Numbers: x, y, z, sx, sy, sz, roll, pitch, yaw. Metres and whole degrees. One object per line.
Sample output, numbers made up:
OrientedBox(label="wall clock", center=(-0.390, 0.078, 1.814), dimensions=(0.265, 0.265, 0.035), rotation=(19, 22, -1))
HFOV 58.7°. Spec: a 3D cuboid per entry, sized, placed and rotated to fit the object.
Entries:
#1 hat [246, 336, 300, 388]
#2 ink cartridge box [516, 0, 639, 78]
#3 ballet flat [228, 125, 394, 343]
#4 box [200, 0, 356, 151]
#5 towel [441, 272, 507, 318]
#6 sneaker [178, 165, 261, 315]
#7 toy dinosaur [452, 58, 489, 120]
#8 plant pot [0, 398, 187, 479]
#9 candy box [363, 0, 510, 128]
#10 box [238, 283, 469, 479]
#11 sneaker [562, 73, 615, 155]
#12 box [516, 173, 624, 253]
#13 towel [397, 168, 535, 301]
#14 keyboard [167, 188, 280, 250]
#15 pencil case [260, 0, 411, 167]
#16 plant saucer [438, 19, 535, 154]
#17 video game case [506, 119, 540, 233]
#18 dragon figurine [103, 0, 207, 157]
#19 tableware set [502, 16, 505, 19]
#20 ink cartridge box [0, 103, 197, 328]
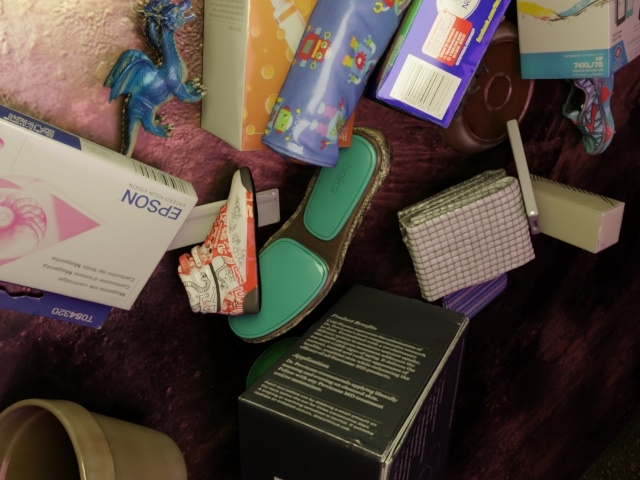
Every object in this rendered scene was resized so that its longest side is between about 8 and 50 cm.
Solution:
OrientedBox(label="hat", center=(-0.052, 0.342, 1.236), dimensions=(0.208, 0.183, 0.173), rotation=(-51, 128, -3))
OrientedBox(label="ink cartridge box", center=(0.551, -0.505, 1.205), dimensions=(0.198, 0.197, 0.270), rotation=(-34, 123, -32))
OrientedBox(label="ballet flat", center=(0.000, 0.000, 1.122), dimensions=(0.483, 0.164, 0.182), rotation=(-57, 162, 15))
OrientedBox(label="box", center=(-0.059, -0.334, 0.917), dimensions=(0.214, 0.168, 0.346), rotation=(-8, 117, -32))
OrientedBox(label="towel", center=(0.401, 0.065, 1.523), dimensions=(0.243, 0.040, 0.336), rotation=(-34, 129, -19))
OrientedBox(label="sneaker", center=(-0.185, 0.004, 1.026), dimensions=(0.144, 0.090, 0.270), rotation=(-2, 98, -1))
OrientedBox(label="toy dinosaur", center=(0.305, -0.367, 1.146), dimensions=(0.118, 0.064, 0.268), rotation=(-49, 150, -47))
OrientedBox(label="plant pot", center=(-0.399, 0.443, 0.995), dimensions=(0.280, 0.323, 0.323), rotation=(23, 98, -56))
OrientedBox(label="candy box", center=(0.182, -0.327, 0.899), dimensions=(0.122, 0.317, 0.268), rotation=(24, 103, -3))
OrientedBox(label="box", center=(0.084, 0.424, 1.185), dimensions=(0.471, 0.297, 0.480), rotation=(-35, 133, -53))
OrientedBox(label="sneaker", center=(0.692, -0.338, 1.502), dimensions=(0.125, 0.104, 0.262), rotation=(-21, 120, -5))
OrientedBox(label="box", center=(0.603, -0.075, 1.431), dimensions=(0.094, 0.275, 0.113), rotation=(-20, 122, -28))
OrientedBox(label="towel", center=(0.332, -0.010, 1.319), dimensions=(0.283, 0.121, 0.235), rotation=(-23, 121, 0))
OrientedBox(label="keyboard", center=(-0.191, -0.039, 1.072), dimensions=(0.255, 0.014, 0.072), rotation=(-16, 125, -28))
OrientedBox(label="pencil case", center=(0.024, -0.253, 0.826), dimensions=(0.133, 0.119, 0.306), rotation=(14, 103, -53))
OrientedBox(label="plant saucer", center=(0.394, -0.344, 1.307), dimensions=(0.310, 0.050, 0.311), rotation=(-15, 119, -30))
OrientedBox(label="video game case", center=(0.479, -0.143, 1.339), dimensions=(0.206, 0.026, 0.227), rotation=(27, 54, -65))
OrientedBox(label="dragon figurine", center=(-0.275, -0.233, 0.863), dimensions=(0.289, 0.085, 0.144), rotation=(-45, 130, 7))
OrientedBox(label="tableware set", center=(0.315, -0.498, 1.176), dimensions=(0.141, 0.020, 0.169), rotation=(-31, 116, -14))
OrientedBox(label="ink cartridge box", center=(-0.406, 0.000, 0.857), dimensions=(0.324, 0.071, 0.330), rotation=(21, 110, -39))
